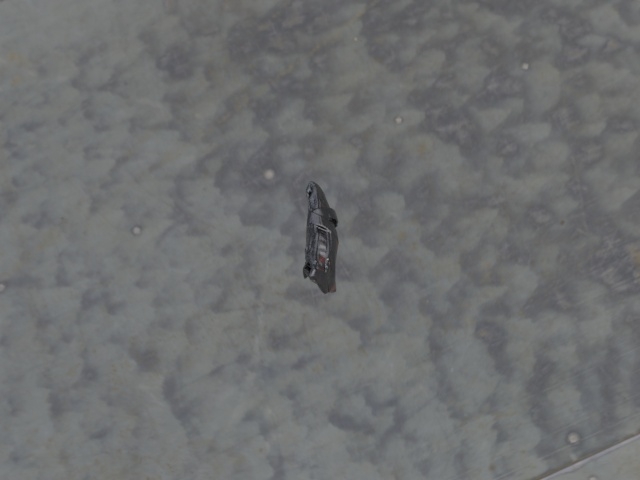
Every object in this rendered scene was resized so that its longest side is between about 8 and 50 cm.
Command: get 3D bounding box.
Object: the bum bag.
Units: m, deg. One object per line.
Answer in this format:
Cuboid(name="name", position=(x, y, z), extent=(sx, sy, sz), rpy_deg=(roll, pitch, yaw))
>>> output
Cuboid(name="bum bag", position=(0.001, 0.000, 0.717), extent=(0.034, 0.058, 0.125), rpy_deg=(-10, 57, 19))
